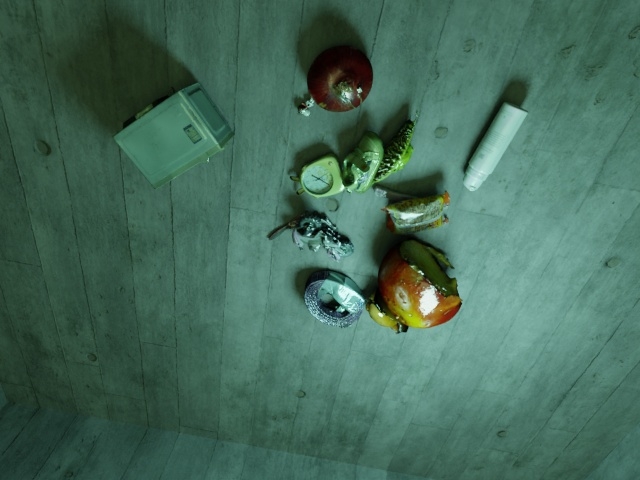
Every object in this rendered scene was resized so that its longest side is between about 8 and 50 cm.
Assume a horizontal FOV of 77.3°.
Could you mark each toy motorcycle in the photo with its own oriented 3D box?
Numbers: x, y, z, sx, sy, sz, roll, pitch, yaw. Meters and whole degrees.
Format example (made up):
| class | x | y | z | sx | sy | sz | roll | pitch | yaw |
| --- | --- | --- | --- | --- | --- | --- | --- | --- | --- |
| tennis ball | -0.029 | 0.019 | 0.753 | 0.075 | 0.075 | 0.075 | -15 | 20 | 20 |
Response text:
| class | x | y | z | sx | sy | sz | roll | pitch | yaw |
| --- | --- | --- | --- | --- | --- | --- | --- | --- | --- |
| toy motorcycle | 0.000 | 0.000 | 1.846 | 0.188 | 0.143 | 0.327 | -31 | 129 | 31 |

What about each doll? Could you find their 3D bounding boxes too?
| class | x | y | z | sx | sy | sz | roll | pitch | yaw |
| --- | --- | --- | --- | --- | --- | --- | --- | --- | --- |
| doll | -0.056 | -0.531 | 1.580 | 0.058 | 0.040 | 0.085 | 14 | 127 | -18 |

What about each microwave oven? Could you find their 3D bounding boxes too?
| class | x | y | z | sx | sy | sz | roll | pitch | yaw |
| --- | --- | --- | --- | --- | --- | --- | --- | --- | --- |
| microwave oven | -0.571 | -0.421 | 1.596 | 0.355 | 0.218 | 0.286 | -26 | 114 | 20 |

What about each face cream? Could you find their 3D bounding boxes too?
| class | x | y | z | sx | sy | sz | roll | pitch | yaw |
| --- | --- | --- | --- | --- | --- | --- | --- | --- | --- |
| face cream | 0.672 | -0.360 | 1.572 | 0.102 | 0.101 | 0.345 | 19 | 122 | -6 |

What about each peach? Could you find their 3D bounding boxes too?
| class | x | y | z | sx | sy | sz | roll | pitch | yaw |
| --- | --- | --- | --- | --- | --- | --- | --- | --- | --- |
| peach | 0.437 | 0.189 | 1.791 | 0.354 | 0.339 | 0.415 | -10 | 115 | 11 |

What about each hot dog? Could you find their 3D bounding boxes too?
| class | x | y | z | sx | sy | sz | roll | pitch | yaw |
| --- | --- | --- | --- | --- | --- | --- | --- | --- | --- |
| hot dog | 0.319 | 0.370 | 2.002 | 0.107 | 0.194 | 0.326 | -21 | 119 | 31 |

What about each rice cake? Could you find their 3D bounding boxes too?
| class | x | y | z | sx | sy | sz | roll | pitch | yaw |
| --- | --- | --- | --- | --- | --- | --- | --- | --- | --- |
| rice cake | 0.331 | -0.195 | 1.743 | 0.207 | 0.036 | 0.047 | 16 | 137 | -5 |

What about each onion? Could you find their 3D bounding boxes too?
| class | x | y | z | sx | sy | sz | roll | pitch | yaw |
| --- | --- | --- | --- | --- | --- | --- | --- | --- | --- |
| onion | 0.073 | -0.592 | 1.471 | 0.249 | 0.161 | 0.247 | 1 | 100 | 6 |

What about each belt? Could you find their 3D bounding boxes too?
| class | x | y | z | sx | sy | sz | roll | pitch | yaw |
| --- | --- | --- | --- | --- | --- | --- | --- | --- | --- |
| belt | 0.064 | 0.293 | 2.014 | 0.325 | 0.122 | 0.260 | 41 | 111 | -16 |

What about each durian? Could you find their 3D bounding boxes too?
| class | x | y | z | sx | sy | sz | roll | pitch | yaw |
| --- | --- | --- | --- | --- | --- | --- | --- | --- | --- |
| durian | 0.302 | -0.344 | 1.602 | 0.106 | 0.132 | 0.375 | 53 | 127 | 24 |

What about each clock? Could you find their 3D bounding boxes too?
| class | x | y | z | sx | sy | sz | roll | pitch | yaw |
| --- | --- | --- | --- | --- | --- | --- | --- | --- | --- |
| clock | -0.017 | -0.267 | 1.718 | 0.232 | 0.069 | 0.169 | -16 | 119 | 16 |

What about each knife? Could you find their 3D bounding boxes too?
| class | x | y | z | sx | sy | sz | roll | pitch | yaw |
| --- | --- | --- | --- | --- | --- | --- | --- | --- | --- |
| knife | -0.151 | -0.065 | 1.882 | 0.248 | 0.018 | 0.035 | -33 | 110 | 21 |

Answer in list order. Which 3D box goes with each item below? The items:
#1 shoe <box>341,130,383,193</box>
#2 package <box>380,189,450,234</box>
| class | x | y | z | sx | sy | sz | roll | pitch | yaw |
| --- | --- | --- | --- | --- | --- | --- | --- | --- | --- |
| shoe | 0.171 | -0.305 | 1.613 | 0.140 | 0.128 | 0.262 | 40 | 131 | 32 |
| package | 0.416 | -0.102 | 1.731 | 0.289 | 0.108 | 0.223 | -8 | 149 | 12 |
